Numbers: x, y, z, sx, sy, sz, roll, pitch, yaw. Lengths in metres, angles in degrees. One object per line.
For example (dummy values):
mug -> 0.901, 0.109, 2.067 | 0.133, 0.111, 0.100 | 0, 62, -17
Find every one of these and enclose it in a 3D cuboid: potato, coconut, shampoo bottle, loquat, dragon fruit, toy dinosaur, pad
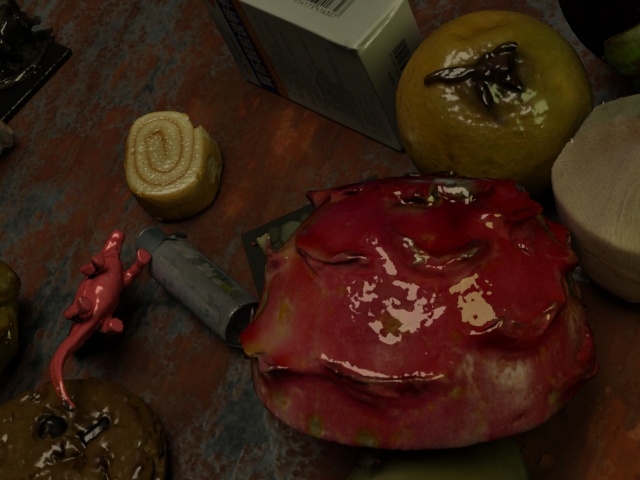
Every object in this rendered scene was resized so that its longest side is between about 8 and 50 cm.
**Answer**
potato -> 0.115, 0.271, 1.617 | 0.178, 0.160, 0.235 | 41, 57, 0
coconut -> 0.355, -0.057, 1.704 | 0.224, 0.234, 0.224 | -13, 49, 16
shampoo bottle -> -0.151, 0.050, 1.953 | 0.072, 0.072, 0.214 | -43, 50, -11
loquat -> 0.199, -0.153, 1.841 | 0.243, 0.244, 0.244 | -12, 51, 15
dragon fruit -> 0.095, 0.047, 1.658 | 0.386, 0.249, 0.371 | 3, 22, 17
toy dinosaur -> -0.293, 0.107, 1.942 | 0.139, 0.070, 0.286 | -37, 29, 47
pad -> 0.000, 0.000, 1.967 | 0.190, 0.004, 0.127 | -24, 49, 5

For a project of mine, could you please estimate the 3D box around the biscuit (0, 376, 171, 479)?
biscuit -> -0.314, 0.279, 1.846 | 0.296, 0.075, 0.296 | -13, 50, 15

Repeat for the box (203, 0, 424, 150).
box -> 0.000, -0.256, 2.030 | 0.299, 0.200, 0.106 | 29, 69, 37

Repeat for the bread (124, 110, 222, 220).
bread -> -0.190, -0.097, 2.082 | 0.122, 0.073, 0.149 | -10, 54, 10

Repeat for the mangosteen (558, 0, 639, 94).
mangosteen -> 0.411, -0.304, 1.815 | 0.330, 0.330, 0.330 | -12, 51, 15

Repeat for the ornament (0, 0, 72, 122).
ornament -> -0.485, -0.307, 2.283 | 0.153, 0.196, 0.166 | 27, 68, 35

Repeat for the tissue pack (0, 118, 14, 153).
tissue pack -> -0.590, -0.138, 2.251 | 0.256, 0.123, 0.215 | 31, 69, 29

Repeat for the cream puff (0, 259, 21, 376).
cream puff -> -0.491, 0.103, 2.002 | 0.244, 0.196, 0.244 | 7, 52, -8
